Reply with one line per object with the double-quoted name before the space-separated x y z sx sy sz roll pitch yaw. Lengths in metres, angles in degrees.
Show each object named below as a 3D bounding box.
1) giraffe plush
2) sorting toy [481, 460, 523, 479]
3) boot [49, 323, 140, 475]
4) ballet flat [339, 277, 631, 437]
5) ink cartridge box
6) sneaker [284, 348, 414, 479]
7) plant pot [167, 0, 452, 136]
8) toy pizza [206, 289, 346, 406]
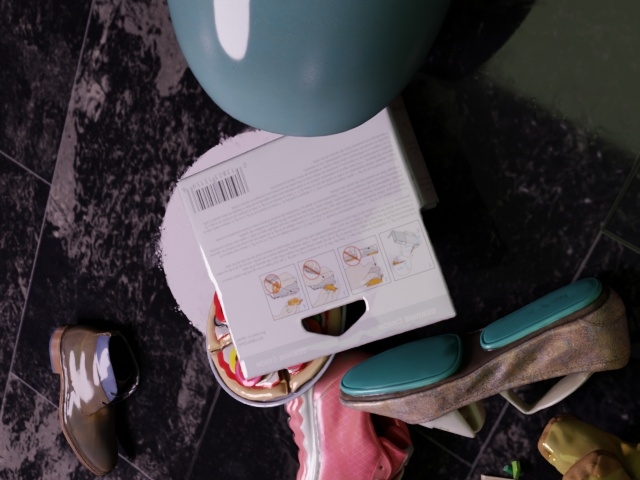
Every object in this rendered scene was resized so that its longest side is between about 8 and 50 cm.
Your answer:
"giraffe plush" 0.340 0.209 1.003 0.170 0.181 0.210 -51 39 10
"sorting toy" 0.209 0.283 1.193 0.062 0.012 0.083 4 110 31
"boot" -0.297 0.219 1.441 0.106 0.082 0.219 -8 101 36
"ballet flat" 0.170 0.142 1.089 0.316 0.107 0.106 -22 107 24
"ink cartridge box" 0.000 0.000 1.150 0.275 0.060 0.239 -20 89 27
"sneaker" 0.043 0.269 1.229 0.136 0.116 0.314 2 108 30
"plant pot" -0.011 -0.241 0.984 0.293 0.293 0.235 29 136 20
"toy pizza" -0.059 0.090 1.214 0.201 0.032 0.201 -13 66 32
